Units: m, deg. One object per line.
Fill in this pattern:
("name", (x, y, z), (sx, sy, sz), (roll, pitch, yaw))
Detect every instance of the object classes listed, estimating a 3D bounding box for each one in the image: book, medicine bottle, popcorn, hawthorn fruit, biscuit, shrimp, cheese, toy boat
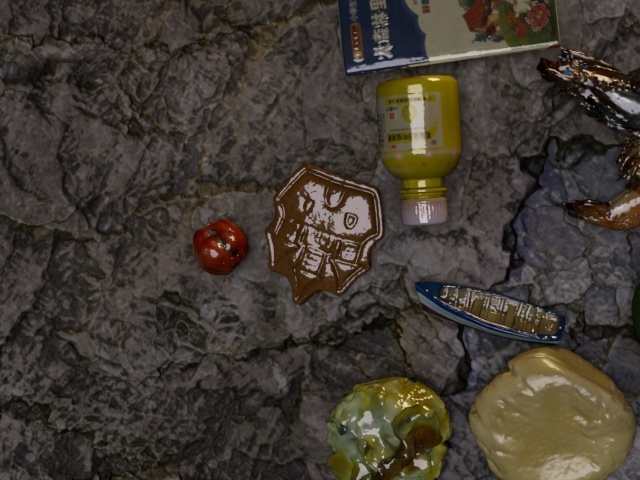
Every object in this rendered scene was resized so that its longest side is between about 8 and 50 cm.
("book", (0.181, -0.374, 1.519), (0.322, 0.018, 0.228), (-7, 83, 12))
("medicine bottle", (0.147, -0.130, 1.505), (0.122, 0.122, 0.212), (-3, 93, 12))
("popcorn", (0.106, 0.289, 1.509), (0.198, 0.212, 0.198), (3, 81, -19))
("hawthorn fruit", (-0.159, 0.008, 1.598), (0.093, 0.093, 0.093), (1, 94, 12))
("biscuit", (-0.001, 0.000, 1.588), (0.182, 0.034, 0.215), (20, 97, 10))
("shrimp", (0.408, -0.141, 1.485), (0.290, 0.054, 0.222), (38, 101, 8))
("cheese", (0.337, 0.273, 1.498), (0.226, 0.117, 0.214), (37, 106, 3))
("toy boat", (0.249, 0.109, 1.531), (0.229, 0.080, 0.046), (14, 131, 10))

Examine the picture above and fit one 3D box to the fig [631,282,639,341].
("fig", (0.527, 0.113, 1.423), (0.191, 0.181, 0.181), (39, 102, 36))
